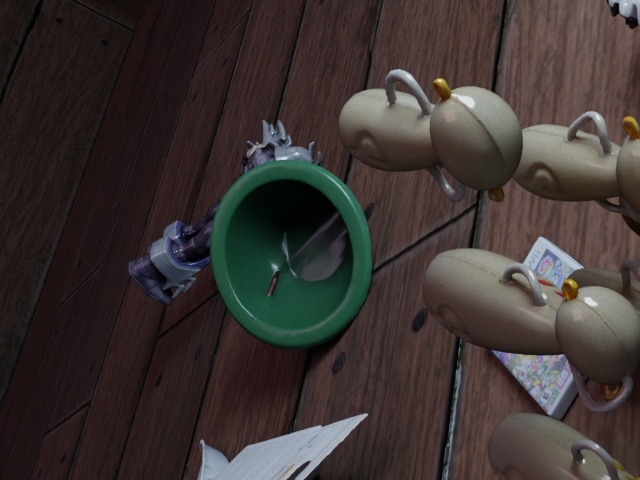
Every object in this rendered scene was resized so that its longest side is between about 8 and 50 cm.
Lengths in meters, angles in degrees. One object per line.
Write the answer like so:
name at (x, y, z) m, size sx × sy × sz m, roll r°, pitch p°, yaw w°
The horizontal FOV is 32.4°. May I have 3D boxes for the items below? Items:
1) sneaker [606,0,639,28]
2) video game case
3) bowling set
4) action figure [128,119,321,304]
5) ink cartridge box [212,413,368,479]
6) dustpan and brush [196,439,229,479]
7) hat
sneaker at (0.245, -0.142, 0.642) m, size 0.106 × 0.078 × 0.234 m, roll -59°, pitch 19°, yaw 22°
video game case at (0.154, 0.055, 0.739) m, size 0.087 × 0.011 × 0.122 m, roll -62°, pitch 21°, yaw 11°
bowling set at (0.157, 0.003, 0.573) m, size 0.200 × 0.287 × 0.154 m, roll -36°, pitch 21°, yaw -17°
action figure at (-0.103, -0.033, 1.343) m, size 0.285 × 0.099 × 0.185 m, roll -35°, pitch 26°, yaw 28°
ink cartridge box at (-0.058, 0.228, 0.891) m, size 0.181 × 0.056 × 0.224 m, roll -41°, pitch 7°, yaw -33°
dustpan and brush at (-0.122, 0.262, 1.105) m, size 0.211 × 0.060 × 0.147 m, roll -29°, pitch 41°, yaw 58°
hat at (0.000, 0.000, 1.133) m, size 0.173 × 0.183 × 0.209 m, roll -15°, pitch 85°, yaw 23°
